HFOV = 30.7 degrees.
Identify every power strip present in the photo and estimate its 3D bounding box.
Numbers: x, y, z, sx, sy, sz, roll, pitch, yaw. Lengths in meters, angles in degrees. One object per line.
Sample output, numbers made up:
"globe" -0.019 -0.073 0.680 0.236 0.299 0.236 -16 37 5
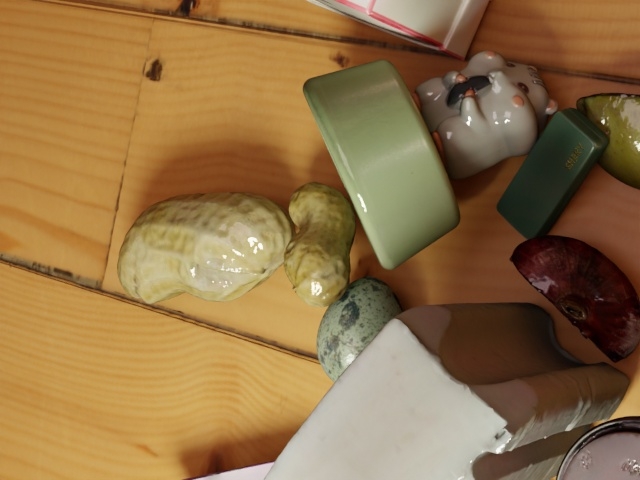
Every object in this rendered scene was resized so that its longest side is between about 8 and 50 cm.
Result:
"power strip" -0.127 0.376 1.825 0.279 0.109 0.037 -17 76 29

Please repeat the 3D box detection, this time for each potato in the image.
"potato" 0.400 -0.131 1.561 0.149 0.081 0.120 7 88 31

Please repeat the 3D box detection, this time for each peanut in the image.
"peanut" -0.189 0.007 1.864 0.340 0.158 0.174 2 118 35
"peanut" 0.000 0.000 1.727 0.098 0.103 0.229 111 168 -48

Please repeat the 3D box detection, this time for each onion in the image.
"onion" 0.352 0.063 1.548 0.098 0.151 0.206 -45 82 5

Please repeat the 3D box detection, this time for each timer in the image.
"timer" 0.170 -0.151 1.623 0.315 0.291 0.290 -25 74 3

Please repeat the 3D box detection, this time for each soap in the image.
"soap" 0.169 0.258 1.475 0.213 0.435 0.350 40 110 26

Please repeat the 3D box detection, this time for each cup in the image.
"cup" 0.410 0.309 1.408 0.196 0.280 0.196 -5 81 32

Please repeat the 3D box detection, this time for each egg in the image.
"egg" 0.063 0.137 1.715 0.132 0.132 0.172 4 75 31

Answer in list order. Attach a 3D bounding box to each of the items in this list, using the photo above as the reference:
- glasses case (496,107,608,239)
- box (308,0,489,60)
"glasses case" 0.315 -0.089 1.595 0.078 0.039 0.184 48 131 24
"box" 0.081 -0.468 1.641 0.314 0.300 0.312 29 101 29
